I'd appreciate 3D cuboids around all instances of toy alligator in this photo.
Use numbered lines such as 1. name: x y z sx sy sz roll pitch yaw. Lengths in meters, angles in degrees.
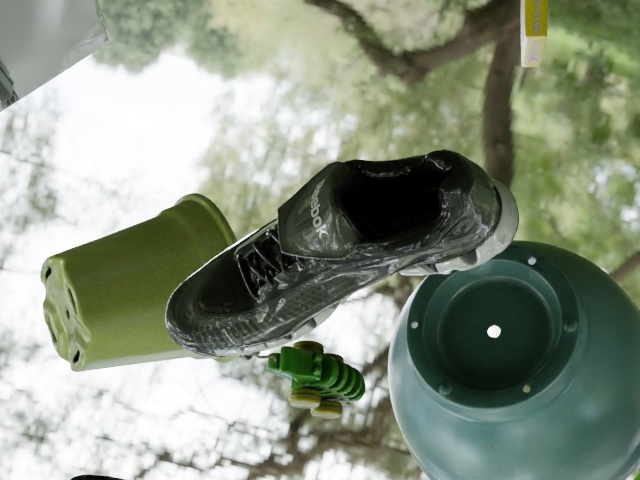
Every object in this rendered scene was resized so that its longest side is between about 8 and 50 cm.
1. toy alligator: -0.006 0.116 1.189 0.051 0.056 0.189 -10 154 28

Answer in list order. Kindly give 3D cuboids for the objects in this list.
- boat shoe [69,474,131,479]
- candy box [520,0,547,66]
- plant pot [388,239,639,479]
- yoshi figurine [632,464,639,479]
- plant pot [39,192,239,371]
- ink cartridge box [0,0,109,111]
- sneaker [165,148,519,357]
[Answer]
1. boat shoe: -0.200 0.262 1.370 0.040 0.049 0.142 43 -169 35
2. candy box: 0.232 -0.255 1.461 0.027 0.105 0.206 -2 178 7
3. plant pot: 0.193 0.119 1.370 0.293 0.293 0.196 21 165 27
4. yoshi figurine: 0.426 0.193 1.585 0.203 0.362 0.203 37 -158 -11
5. plant pot: -0.281 0.084 2.055 0.254 0.276 0.276 -13 -156 -29
6. ink cartridge box: -0.517 -0.269 1.712 0.395 0.166 0.285 -38 -129 -23
7. sneaker: 0.000 0.000 0.819 0.234 0.078 0.106 -21 153 11
